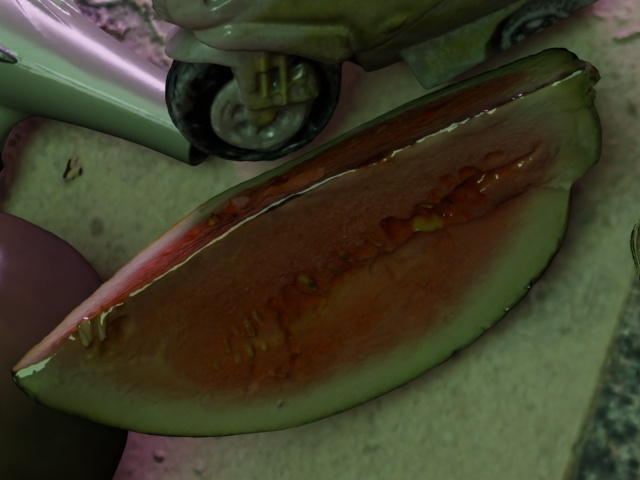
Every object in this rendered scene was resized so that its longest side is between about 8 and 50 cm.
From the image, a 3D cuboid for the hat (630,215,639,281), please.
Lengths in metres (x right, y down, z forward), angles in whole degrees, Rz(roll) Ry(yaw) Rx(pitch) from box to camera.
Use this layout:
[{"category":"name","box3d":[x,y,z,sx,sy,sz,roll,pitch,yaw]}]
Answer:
[{"category":"hat","box3d":[0.193,0.013,0.676,0.077,0.059,0.076,-20,58,16]}]

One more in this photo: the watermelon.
[{"category":"watermelon","box3d":[0.013,0.022,0.721,0.303,0.159,0.128,-27,98,6]}]

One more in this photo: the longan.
[{"category":"longan","box3d":[-0.197,0.088,0.776,0.196,0.196,0.220,-4,73,25]}]

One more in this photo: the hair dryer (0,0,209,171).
[{"category":"hair dryer","box3d":[-0.162,-0.055,0.854,0.219,0.088,0.225,5,98,22]}]

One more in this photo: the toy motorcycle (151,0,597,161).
[{"category":"toy motorcycle","box3d":[0.037,-0.170,0.686,0.340,0.223,0.108,-28,46,15]}]
